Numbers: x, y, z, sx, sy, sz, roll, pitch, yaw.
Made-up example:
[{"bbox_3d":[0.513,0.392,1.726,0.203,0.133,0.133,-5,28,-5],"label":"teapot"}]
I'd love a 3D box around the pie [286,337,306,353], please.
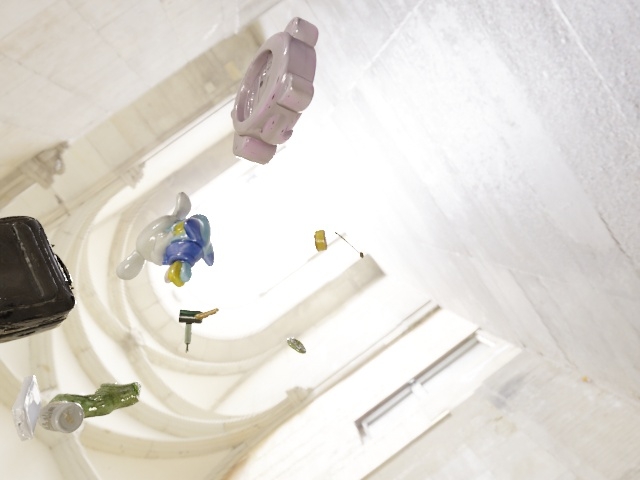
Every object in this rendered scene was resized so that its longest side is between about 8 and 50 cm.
[{"bbox_3d":[-0.082,0.371,2.065,0.084,0.021,0.084,33,-170,-7],"label":"pie"}]

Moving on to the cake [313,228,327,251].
[{"bbox_3d":[0.000,0.000,2.115,0.084,0.044,0.084,-5,-90,-82],"label":"cake"}]

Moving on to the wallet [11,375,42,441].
[{"bbox_3d":[-0.710,0.405,1.427,0.190,0.033,0.095,-142,41,-69],"label":"wallet"}]

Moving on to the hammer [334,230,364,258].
[{"bbox_3d":[0.082,0.010,1.665,0.123,0.014,0.029,41,-162,-27],"label":"hammer"}]

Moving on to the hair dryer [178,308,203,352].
[{"bbox_3d":[-0.540,0.378,2.430,0.057,0.100,0.198,-99,17,-71],"label":"hair dryer"}]

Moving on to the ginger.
[{"bbox_3d":[-0.716,0.511,1.879,0.137,0.289,0.089,46,139,42],"label":"ginger"}]

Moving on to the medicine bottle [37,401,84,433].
[{"bbox_3d":[-0.705,0.476,1.585,0.140,0.079,0.079,-13,121,42],"label":"medicine bottle"}]

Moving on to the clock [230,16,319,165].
[{"bbox_3d":[-0.113,-0.372,1.468,0.113,0.296,0.322,17,153,-27],"label":"clock"}]

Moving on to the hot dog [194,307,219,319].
[{"bbox_3d":[-0.364,0.237,1.891,0.037,0.083,0.021,109,139,-78],"label":"hot dog"}]

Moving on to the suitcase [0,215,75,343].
[{"bbox_3d":[-0.886,0.110,1.644,0.339,0.188,0.345,-12,-115,-49],"label":"suitcase"}]

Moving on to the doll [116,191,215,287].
[{"bbox_3d":[-0.492,0.013,2.031,0.365,0.376,0.187,17,171,40],"label":"doll"}]
